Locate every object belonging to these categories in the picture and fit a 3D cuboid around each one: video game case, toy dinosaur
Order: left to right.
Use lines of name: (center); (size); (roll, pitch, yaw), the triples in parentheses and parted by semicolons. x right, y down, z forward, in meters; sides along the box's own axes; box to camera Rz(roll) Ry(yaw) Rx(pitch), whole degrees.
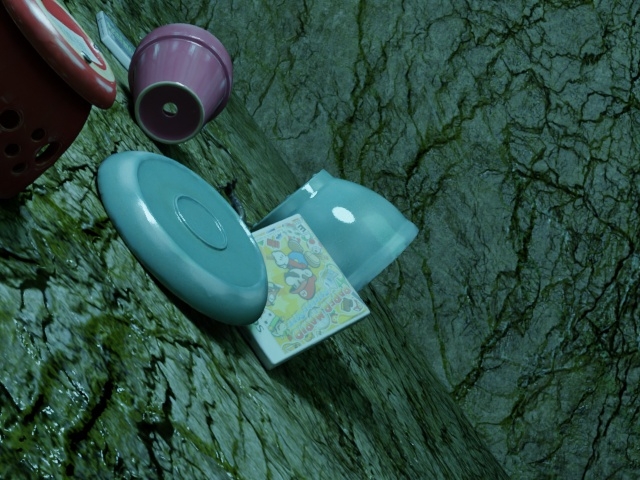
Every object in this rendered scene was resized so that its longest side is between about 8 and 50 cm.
video game case: (-0.403, -0.389, 2.468); (0.190, 0.022, 0.173); (48, 8, -30)
toy dinosaur: (-0.164, -0.045, 2.140); (0.268, 0.064, 0.118); (-90, 159, -77)
video game case: (-0.057, 0.075, 1.818); (0.227, 0.026, 0.206); (-24, 73, -43)

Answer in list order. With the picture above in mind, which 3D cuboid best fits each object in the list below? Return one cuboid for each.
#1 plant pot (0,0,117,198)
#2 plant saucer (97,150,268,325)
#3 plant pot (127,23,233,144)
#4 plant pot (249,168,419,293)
plant pot: (-0.326, -0.169, 1.220); (0.191, 0.174, 0.191); (50, 6, -7)
plant saucer: (-0.182, -0.016, 1.660); (0.317, 0.043, 0.318); (42, 19, -18)
plant pot: (-0.269, -0.277, 2.166); (0.201, 0.201, 0.180); (49, 23, -25)
plant pot: (0.000, 0.000, 2.038); (0.196, 0.293, 0.293); (50, 7, -4)
